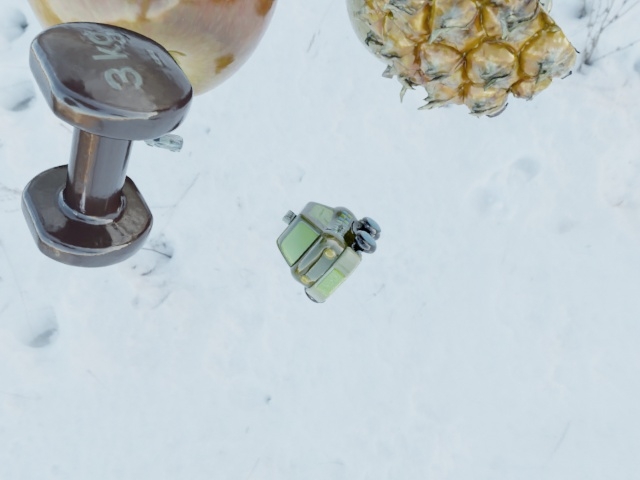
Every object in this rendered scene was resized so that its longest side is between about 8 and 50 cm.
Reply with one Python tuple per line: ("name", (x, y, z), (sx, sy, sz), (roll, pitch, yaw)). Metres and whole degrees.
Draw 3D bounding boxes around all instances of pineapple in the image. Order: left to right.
("pineapple", (0.095, -0.303, 0.619), (0.209, 0.286, 0.344), (-40, 43, 26))

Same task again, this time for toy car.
("toy car", (-0.368, -0.234, 1.227), (0.093, 0.025, 0.041), (12, 86, -16))
("toy car", (0.000, 0.000, 1.189), (0.198, 0.248, 0.204), (40, 116, -4))

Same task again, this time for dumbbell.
("dumbbell", (-0.218, -0.086, 0.522), (0.124, 0.225, 0.140), (-14, 58, -40))

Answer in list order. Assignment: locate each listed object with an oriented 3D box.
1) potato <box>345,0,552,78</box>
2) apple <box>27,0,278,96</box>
("potato", (0.240, -0.496, 1.068), (0.319, 0.442, 0.385), (18, 117, 47))
("apple", (-0.257, -0.416, 0.823), (0.392, 0.391, 0.346), (-1, 85, 11))
